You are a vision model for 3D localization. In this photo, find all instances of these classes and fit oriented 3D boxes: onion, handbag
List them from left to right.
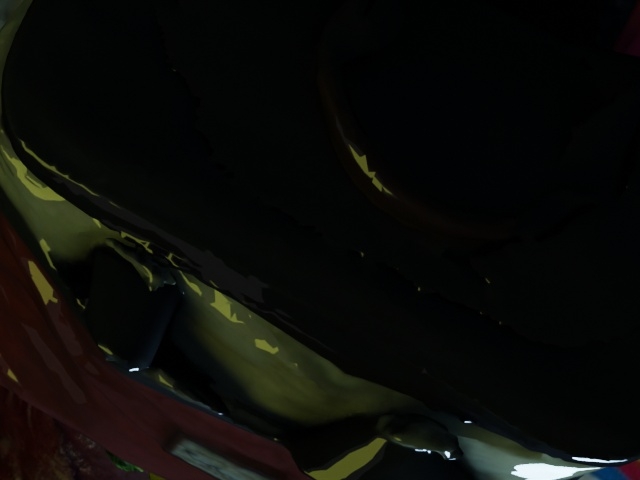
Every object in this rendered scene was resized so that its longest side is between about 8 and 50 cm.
[{"bbox_3d":[-0.191,0.177,1.329,0.283,0.120,0.227,49,142,12],"label":"onion"},{"bbox_3d":[0.000,0.000,0.629,0.254,0.181,0.181,28,151,-6],"label":"handbag"}]

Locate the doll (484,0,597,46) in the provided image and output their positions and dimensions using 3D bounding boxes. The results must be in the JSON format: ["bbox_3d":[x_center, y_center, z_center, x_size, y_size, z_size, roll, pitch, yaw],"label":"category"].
[{"bbox_3d":[0.068,-0.107,0.762,0.127,0.088,0.248,51,143,17],"label":"doll"}]

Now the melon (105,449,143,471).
[{"bbox_3d":[-0.035,0.031,0.936,0.265,0.169,0.129,0,116,48],"label":"melon"}]

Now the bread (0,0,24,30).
[{"bbox_3d":[-0.274,-0.197,0.960,0.376,0.253,0.348,46,150,21],"label":"bread"}]

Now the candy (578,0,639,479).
[{"bbox_3d":[0.169,0.002,0.717,0.157,0.100,0.306,44,145,17],"label":"candy"}]

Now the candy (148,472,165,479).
[{"bbox_3d":[-0.019,0.111,1.061,0.094,0.106,0.199,45,145,-14],"label":"candy"}]
